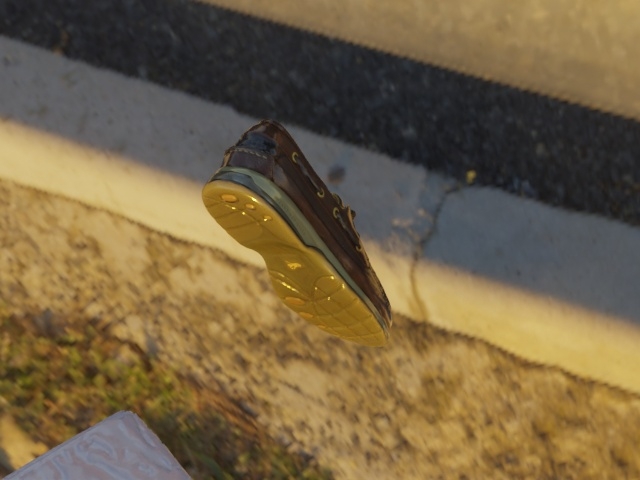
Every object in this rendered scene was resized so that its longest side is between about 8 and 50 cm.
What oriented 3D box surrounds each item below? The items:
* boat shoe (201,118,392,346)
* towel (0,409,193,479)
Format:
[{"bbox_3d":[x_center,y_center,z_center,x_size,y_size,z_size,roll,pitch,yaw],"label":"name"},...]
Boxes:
[{"bbox_3d":[0.000,0.000,0.882,0.064,0.178,0.060,5,58,37],"label":"boat shoe"},{"bbox_3d":[-0.187,0.348,1.468,0.332,0.053,0.317,48,39,11],"label":"towel"}]
